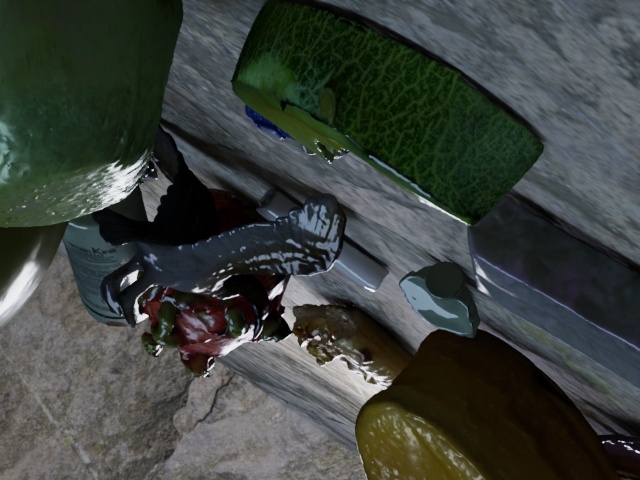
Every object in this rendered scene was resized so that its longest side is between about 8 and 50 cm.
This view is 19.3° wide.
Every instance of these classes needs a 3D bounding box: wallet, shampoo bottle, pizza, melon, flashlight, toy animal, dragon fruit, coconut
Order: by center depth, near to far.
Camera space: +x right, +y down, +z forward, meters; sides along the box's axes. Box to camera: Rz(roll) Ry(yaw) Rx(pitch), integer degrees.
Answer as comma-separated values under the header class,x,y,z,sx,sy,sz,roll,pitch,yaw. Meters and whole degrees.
class,x,y,z,sx,sy,sz,roll,pitch,yaw
melon,0.019,-0.075,1.048,0.118,0.064,0.209,34,175,-31
coconut,-0.178,-0.127,1.073,0.204,0.236,0.236,-20,135,33
flashlight,-0.013,-0.075,1.224,0.057,0.035,0.121,40,169,-35
toy animal,-0.110,0.015,1.574,0.272,0.160,0.197,41,147,46
wallet,0.000,0.000,1.604,0.122,0.025,0.061,36,177,-10
dragon fruit,-0.099,0.047,1.756,0.166,0.160,0.172,56,157,15
shampoo bottle,-0.204,-0.010,1.781,0.085,0.085,0.262,32,157,17
pizza,0.032,0.112,1.950,0.161,0.062,0.182,32,172,25

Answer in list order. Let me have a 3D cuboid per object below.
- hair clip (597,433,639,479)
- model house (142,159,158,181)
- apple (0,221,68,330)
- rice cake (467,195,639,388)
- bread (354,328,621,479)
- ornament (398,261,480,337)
class,x,y,z,sx,sy,sz,roll,pitch,yaw
hair clip,0.257,0.203,1.651,0.358,0.095,0.110,-3,105,62
model house,-0.216,-0.074,1.842,0.100,0.088,0.100,13,151,-34
apple,-0.359,-0.075,1.521,0.357,0.357,0.357,33,171,6
rice cake,0.215,0.071,1.127,0.298,0.050,0.106,31,171,15
bread,0.151,0.202,1.577,0.270,0.142,0.195,51,150,10
ornament,0.095,0.045,1.448,0.068,0.041,0.092,39,171,-11
